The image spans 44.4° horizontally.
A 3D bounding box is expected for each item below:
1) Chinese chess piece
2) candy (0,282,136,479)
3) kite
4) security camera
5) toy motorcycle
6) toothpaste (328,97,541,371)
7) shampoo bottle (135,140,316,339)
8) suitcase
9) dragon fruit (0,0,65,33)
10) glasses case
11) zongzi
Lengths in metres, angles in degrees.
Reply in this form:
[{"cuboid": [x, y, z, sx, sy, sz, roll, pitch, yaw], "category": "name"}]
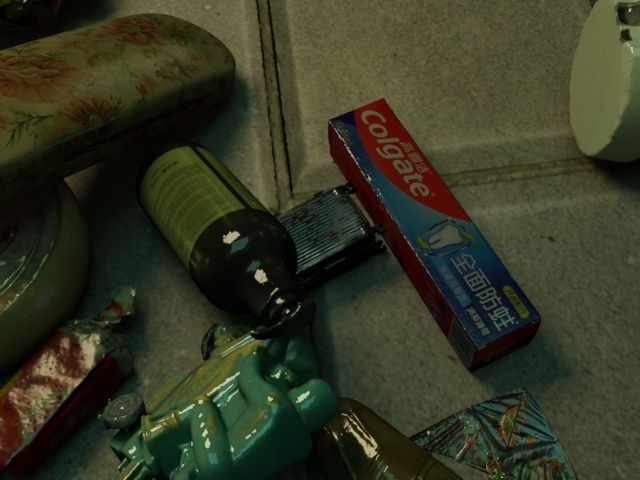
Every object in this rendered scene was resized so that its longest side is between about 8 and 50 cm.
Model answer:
[{"cuboid": [-0.378, 0.019, 0.821, 0.270, 0.112, 0.270, -1, 60, 2], "category": "Chinese chess piece"}, {"cuboid": [-0.266, 0.157, 0.762, 0.086, 0.059, 0.292, 28, 64, 21], "category": "candy"}, {"cuboid": [0.172, 0.208, 0.739, 0.183, 0.010, 0.160, 18, 63, 13], "category": "kite"}, {"cuboid": [0.415, -0.174, 0.862, 0.236, 0.194, 0.194, 5, 59, 0], "category": "security camera"}, {"cuboid": [-0.083, 0.165, 0.685, 0.198, 0.109, 0.296, -2, 35, 38], "category": "toy motorcycle"}, {"cuboid": [0.111, -0.015, 0.846, 0.076, 0.066, 0.320, -25, 62, -12], "category": "toothpaste"}, {"cuboid": [-0.091, 0.002, 0.776, 0.101, 0.101, 0.284, -30, 44, -15], "category": "shampoo bottle"}, {"cuboid": [0.000, 0.000, 0.846, 0.126, 0.059, 0.086, -28, 61, -11], "category": "suitcase"}, {"cuboid": [-0.387, -0.345, 1.012, 0.200, 0.198, 0.269, 15, 59, -19], "category": "dragon fruit"}, {"cuboid": [-0.253, -0.157, 0.842, 0.156, 0.098, 0.425, 33, 38, 14], "category": "glasses case"}, {"cuboid": [0.017, 0.242, 0.703, 0.189, 0.081, 0.178, 32, 85, 31], "category": "zongzi"}]
